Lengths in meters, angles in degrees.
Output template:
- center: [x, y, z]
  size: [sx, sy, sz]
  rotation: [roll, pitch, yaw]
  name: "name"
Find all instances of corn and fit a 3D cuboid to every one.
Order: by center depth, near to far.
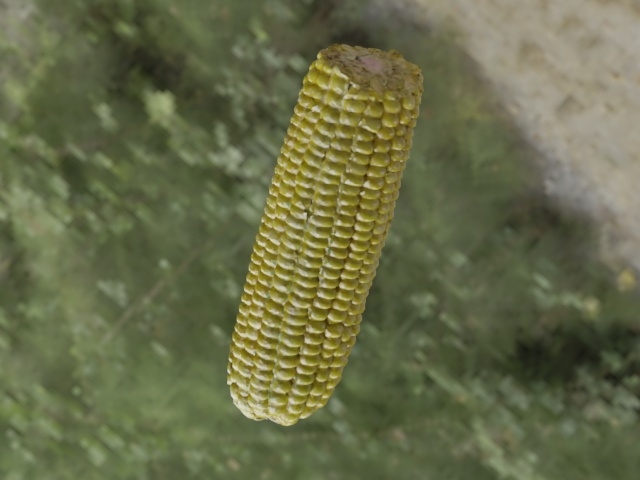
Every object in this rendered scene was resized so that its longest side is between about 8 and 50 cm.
- center: [0.000, 0.000, 1.148]
  size: [0.081, 0.248, 0.081]
  rotation: [15, -162, -5]
  name: "corn"
